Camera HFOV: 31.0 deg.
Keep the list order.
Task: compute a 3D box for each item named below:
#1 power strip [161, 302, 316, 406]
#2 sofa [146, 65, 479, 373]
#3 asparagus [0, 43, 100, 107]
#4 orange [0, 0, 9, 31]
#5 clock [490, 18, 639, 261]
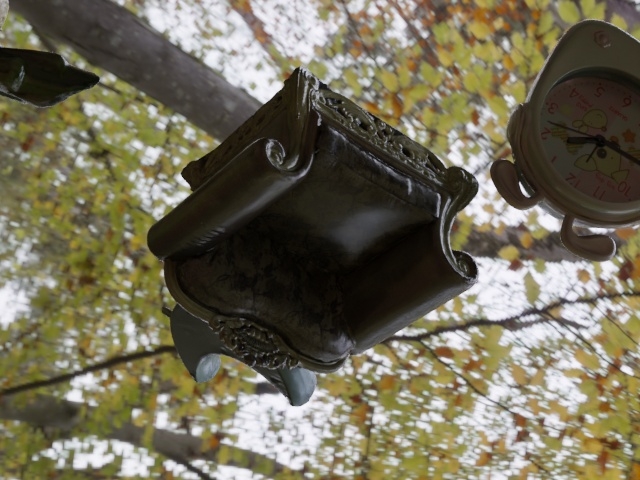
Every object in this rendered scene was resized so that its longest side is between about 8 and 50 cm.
[{"bbox_3d":[-0.121,0.128,1.505,0.253,0.167,0.054,8,-143,46],"label":"power strip"},{"bbox_3d":[0.000,0.000,1.059,0.200,0.258,0.182,-36,-144,39],"label":"sofa"},{"bbox_3d":[-0.383,-0.193,1.230,0.287,0.080,0.080,20,-94,-16],"label":"asparagus"},{"bbox_3d":[-0.347,-0.215,0.995,0.156,0.156,0.134,-65,-154,-1],"label":"orange"},{"bbox_3d":[0.227,-0.079,0.957,0.151,0.062,0.191,37,-111,1],"label":"clock"}]
